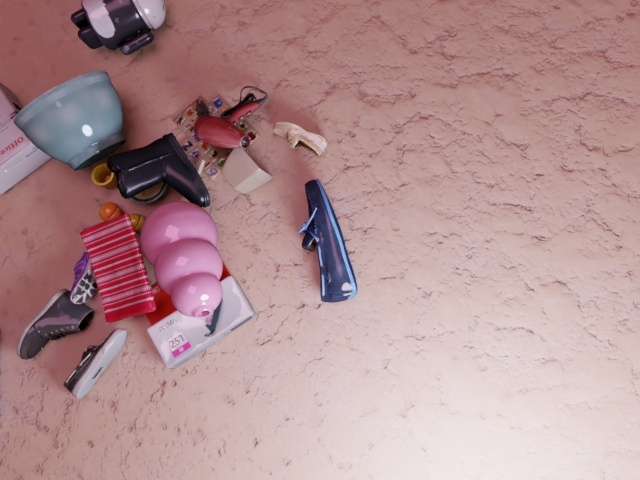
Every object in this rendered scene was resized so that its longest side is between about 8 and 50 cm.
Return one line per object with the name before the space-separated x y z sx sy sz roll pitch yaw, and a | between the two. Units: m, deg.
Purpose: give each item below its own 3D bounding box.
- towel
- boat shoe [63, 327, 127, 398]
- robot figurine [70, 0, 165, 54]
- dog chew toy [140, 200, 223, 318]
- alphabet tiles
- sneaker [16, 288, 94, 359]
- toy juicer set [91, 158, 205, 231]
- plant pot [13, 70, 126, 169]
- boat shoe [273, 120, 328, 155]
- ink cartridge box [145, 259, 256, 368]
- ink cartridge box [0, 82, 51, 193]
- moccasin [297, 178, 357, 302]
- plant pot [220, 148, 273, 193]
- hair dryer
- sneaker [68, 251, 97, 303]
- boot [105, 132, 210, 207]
towel | -0.552 0.079 1.643 0.198 0.031 0.275 -14 92 31
boat shoe | -0.618 0.322 1.645 0.070 0.078 0.219 35 84 13
robot figurine | -0.617 -0.698 1.864 0.278 0.209 0.173 -26 32 1
dog chew toy | -0.351 0.056 1.588 0.206 0.207 0.332 -26 58 0
alphabet tiles | -0.328 -0.323 1.810 0.198 0.009 0.237 -43 74 -4
sneaker | -0.736 0.253 1.676 0.118 0.083 0.222 31 80 13
toy juicer set | -0.501 -0.133 1.741 0.329 0.089 0.209 -5 75 6
plant pot | -0.688 -0.326 1.740 0.293 0.293 0.196 -32 101 -1
boat shoe | -0.065 -0.291 1.738 0.170 0.063 0.059 21 74 12
ink cartridge box | -0.351 0.178 1.658 0.275 0.060 0.239 -33 75 -2
ink cartridge box | -0.988 -0.318 1.837 0.211 0.121 0.289 -37 74 -3
moccasin | 0.000 0.000 1.618 0.116 0.138 0.342 -18 73 7
plant pot | -0.217 -0.194 1.716 0.096 0.109 0.109 -44 74 7
hair dryer | -0.252 -0.350 1.703 0.223 0.080 0.294 -21 46 4
sneaker | -0.672 0.104 1.714 0.071 0.068 0.170 -4 53 21
boot | -0.448 -0.159 1.669 0.207 0.094 0.246 -31 87 -23
